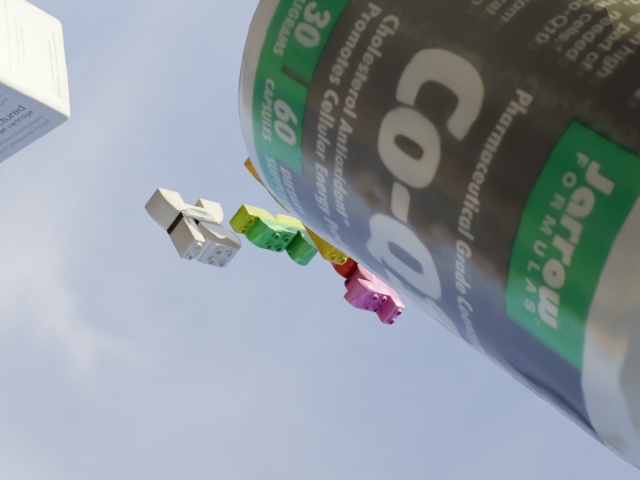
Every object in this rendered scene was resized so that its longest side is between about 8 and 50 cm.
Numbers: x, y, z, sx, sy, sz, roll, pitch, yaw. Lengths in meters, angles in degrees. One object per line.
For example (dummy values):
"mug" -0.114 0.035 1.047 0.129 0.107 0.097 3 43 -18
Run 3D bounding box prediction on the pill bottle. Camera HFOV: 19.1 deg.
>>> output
"pill bottle" 0.143 -0.021 0.826 0.204 0.204 0.361 -43 -133 -12

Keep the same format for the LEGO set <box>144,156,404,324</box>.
"LEGO set" 0.000 0.000 1.346 0.087 0.227 0.093 -52 -133 24

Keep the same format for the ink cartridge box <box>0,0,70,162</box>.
"ink cartridge box" -0.399 -0.161 1.680 0.211 0.289 0.122 -29 -126 28
